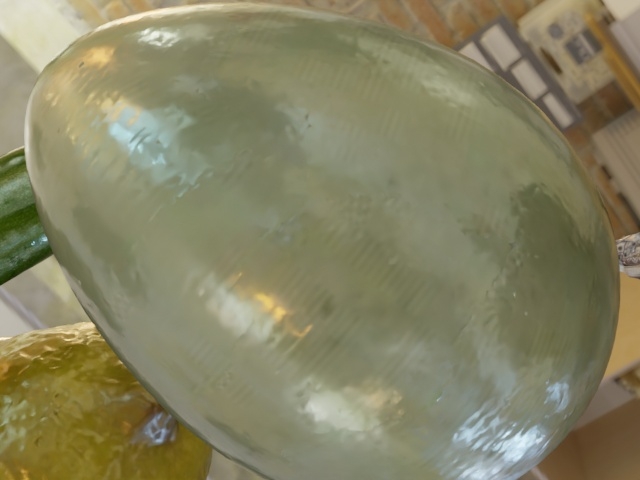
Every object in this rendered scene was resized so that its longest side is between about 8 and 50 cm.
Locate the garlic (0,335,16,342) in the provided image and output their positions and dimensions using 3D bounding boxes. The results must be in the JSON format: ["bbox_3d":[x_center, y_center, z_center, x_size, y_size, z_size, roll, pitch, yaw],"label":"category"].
[{"bbox_3d":[-0.348,0.196,1.119,0.228,0.110,0.217,13,-151,-6],"label":"garlic"}]

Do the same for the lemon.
[{"bbox_3d":[-0.225,0.196,0.850,0.245,0.320,0.245,33,-141,-32],"label":"lemon"}]

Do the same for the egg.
[{"bbox_3d":[0.000,0.000,0.462,0.295,0.218,0.218,32,-156,-7],"label":"egg"}]

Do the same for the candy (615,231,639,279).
[{"bbox_3d":[0.385,-0.048,0.991,0.051,0.226,0.094,39,-168,-16],"label":"candy"}]

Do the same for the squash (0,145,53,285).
[{"bbox_3d":[-0.325,0.024,0.742,0.378,0.101,0.101,-30,-96,-26],"label":"squash"}]
